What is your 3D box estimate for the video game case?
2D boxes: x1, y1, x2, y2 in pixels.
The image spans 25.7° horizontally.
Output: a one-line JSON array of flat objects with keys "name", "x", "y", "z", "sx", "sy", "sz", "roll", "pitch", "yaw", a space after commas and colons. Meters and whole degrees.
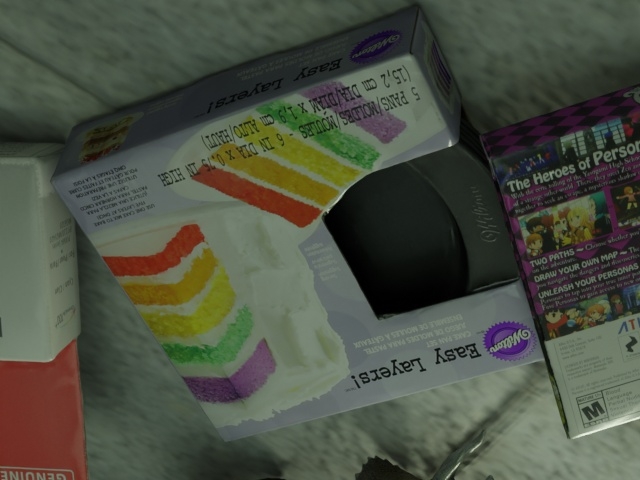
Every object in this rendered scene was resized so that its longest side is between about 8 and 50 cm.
[{"name": "video game case", "x": 0.232, "y": -0.002, "z": 0.837, "sx": 0.232, "sy": 0.042, "sz": 0.210, "roll": -18, "pitch": 118, "yaw": 5}]

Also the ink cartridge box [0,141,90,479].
[{"name": "ink cartridge box", "x": -0.312, "y": 0.063, "z": 0.966, "sx": 0.296, "sy": 0.066, "sz": 0.261, "roll": 1, "pitch": 104, "yaw": 11}]

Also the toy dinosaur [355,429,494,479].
[{"name": "toy dinosaur", "x": -0.010, "y": 0.255, "z": 1.025, "sx": 0.313, "sy": 0.121, "sz": 0.160, "roll": -20, "pitch": 100, "yaw": -7}]

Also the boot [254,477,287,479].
[{"name": "boot", "x": -0.026, "y": 0.289, "z": 1.101, "sx": 0.248, "sy": 0.090, "sz": 0.207, "roll": -3, "pitch": 103, "yaw": -34}]

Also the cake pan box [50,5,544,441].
[{"name": "cake pan box", "x": 0.000, "y": 0.000, "z": 0.911, "sx": 0.266, "sy": 0.070, "sz": 0.246, "roll": -16, "pitch": 123, "yaw": 20}]
